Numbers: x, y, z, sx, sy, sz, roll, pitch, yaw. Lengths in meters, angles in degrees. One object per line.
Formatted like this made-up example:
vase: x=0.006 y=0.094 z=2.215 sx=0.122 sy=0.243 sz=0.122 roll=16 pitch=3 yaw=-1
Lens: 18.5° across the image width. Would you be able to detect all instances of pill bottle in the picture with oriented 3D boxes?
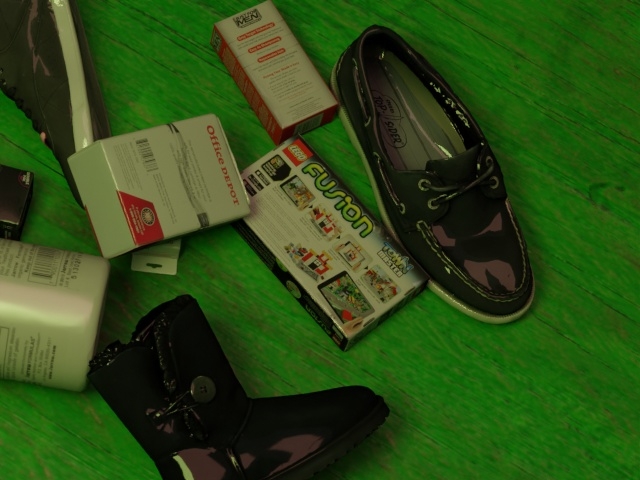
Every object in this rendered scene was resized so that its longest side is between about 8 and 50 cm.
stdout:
pill bottle: x=-0.319 y=0.060 z=1.843 sx=0.229 sy=0.131 sz=0.131 roll=11 pitch=63 yaw=-4

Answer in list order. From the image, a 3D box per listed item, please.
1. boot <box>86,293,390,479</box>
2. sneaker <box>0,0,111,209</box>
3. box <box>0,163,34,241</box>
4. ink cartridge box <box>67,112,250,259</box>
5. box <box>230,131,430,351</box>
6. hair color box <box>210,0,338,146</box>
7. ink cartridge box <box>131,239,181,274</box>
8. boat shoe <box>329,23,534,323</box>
boot: x=-0.075 y=0.137 z=1.829 sx=0.246 sy=0.094 sz=0.207 roll=-30 pitch=93 yaw=-27
sneaker: x=-0.301 y=-0.151 z=1.975 sx=0.146 sy=0.104 sz=0.296 roll=-16 pitch=77 yaw=1
box: x=-0.330 y=-0.041 z=1.933 sx=0.083 sy=0.052 sz=0.062 roll=15 pitch=64 yaw=-4
ink cartridge box: x=-0.155 y=-0.053 z=1.909 sx=0.150 sy=0.063 sz=0.109 roll=-17 pitch=86 yaw=-43
box: x=0.000 y=0.000 z=1.980 sx=0.114 sy=0.036 sz=0.207 roll=-35 pitch=75 yaw=-23
hair color box: x=-0.049 y=-0.175 z=2.052 sx=0.072 sy=0.043 sz=0.141 roll=-25 pitch=72 yaw=-20
ink cartridge box: x=-0.162 y=-0.011 z=1.961 sx=0.048 sy=0.028 sz=0.083 roll=6 pitch=64 yaw=-7
boat shoe: x=0.120 y=-0.077 z=1.995 sx=0.127 sy=0.113 sz=0.340 roll=-18 pitch=69 yaw=-18
